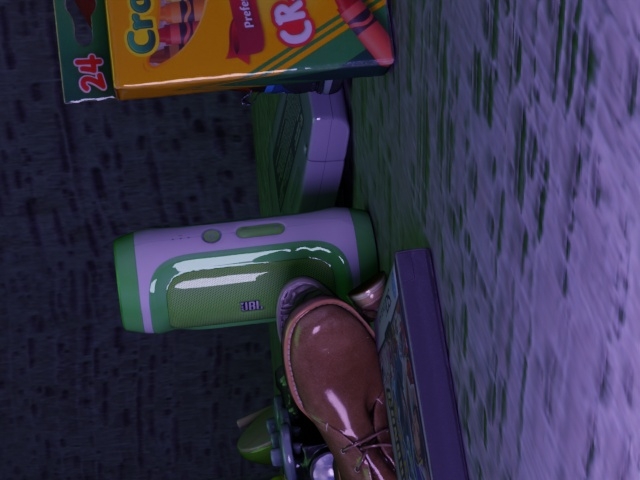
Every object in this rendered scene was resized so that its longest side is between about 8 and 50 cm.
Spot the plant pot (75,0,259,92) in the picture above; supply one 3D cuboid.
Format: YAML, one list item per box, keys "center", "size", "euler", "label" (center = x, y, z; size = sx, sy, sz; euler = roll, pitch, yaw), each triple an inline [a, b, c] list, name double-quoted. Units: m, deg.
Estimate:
- center: [-0.206, -0.381, 2.319]
  size: [0.267, 0.236, 0.267]
  euler: [63, -151, -49]
  label: "plant pot"

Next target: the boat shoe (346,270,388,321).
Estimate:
- center: [0.059, 0.064, 1.766]
  size: [0.045, 0.050, 0.135]
  euler: [56, 178, 1]
  label: "boat shoe"

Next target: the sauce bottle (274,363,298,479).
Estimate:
- center: [0.004, 0.326, 2.239]
  size: [0.111, 0.111, 0.344]
  euler: [93, 165, -62]
  label: "sauce bottle"

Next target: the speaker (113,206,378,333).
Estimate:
- center: [-0.086, 0.035, 1.897]
  size: [0.131, 0.296, 0.131]
  euler: [173, 90, -85]
  label: "speaker"

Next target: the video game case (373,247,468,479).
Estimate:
- center: [0.094, 0.172, 1.545]
  size: [0.248, 0.035, 0.275]
  euler: [100, 162, -72]
  label: "video game case"

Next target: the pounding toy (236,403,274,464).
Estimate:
- center: [-0.027, 0.305, 2.524]
  size: [0.110, 0.183, 0.237]
  euler: [58, 179, -10]
  label: "pounding toy"

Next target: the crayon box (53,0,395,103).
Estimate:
- center: [-0.099, -0.245, 1.563]
  size: [0.081, 0.318, 0.202]
  euler: [141, 122, -84]
  label: "crayon box"

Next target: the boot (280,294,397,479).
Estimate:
- center: [0.048, 0.195, 1.697]
  size: [0.115, 0.112, 0.305]
  euler: [48, 160, 60]
  label: "boot"

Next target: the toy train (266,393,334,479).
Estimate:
- center: [0.017, 0.287, 1.996]
  size: [0.334, 0.142, 0.190]
  euler: [-119, 18, -83]
  label: "toy train"

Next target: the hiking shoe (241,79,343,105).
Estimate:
- center: [-0.047, -0.318, 1.925]
  size: [0.113, 0.132, 0.304]
  euler: [136, 127, -84]
  label: "hiking shoe"

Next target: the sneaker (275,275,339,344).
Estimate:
- center: [0.014, 0.115, 1.799]
  size: [0.222, 0.083, 0.118]
  euler: [60, -171, -24]
  label: "sneaker"

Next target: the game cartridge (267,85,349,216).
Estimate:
- center: [-0.018, -0.120, 2.101]
  size: [0.297, 0.062, 0.198]
  euler: [107, 155, -54]
  label: "game cartridge"

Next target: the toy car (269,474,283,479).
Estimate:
- center: [0.019, 0.367, 2.359]
  size: [0.188, 0.149, 0.155]
  euler: [-61, 28, 28]
  label: "toy car"

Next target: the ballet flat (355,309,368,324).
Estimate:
- center: [0.015, 0.127, 2.123]
  size: [0.221, 0.079, 0.077]
  euler: [154, 110, -84]
  label: "ballet flat"

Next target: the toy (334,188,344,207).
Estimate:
- center: [0.000, 0.000, 2.252]
  size: [0.237, 0.056, 0.137]
  euler: [-159, 61, -84]
  label: "toy"
